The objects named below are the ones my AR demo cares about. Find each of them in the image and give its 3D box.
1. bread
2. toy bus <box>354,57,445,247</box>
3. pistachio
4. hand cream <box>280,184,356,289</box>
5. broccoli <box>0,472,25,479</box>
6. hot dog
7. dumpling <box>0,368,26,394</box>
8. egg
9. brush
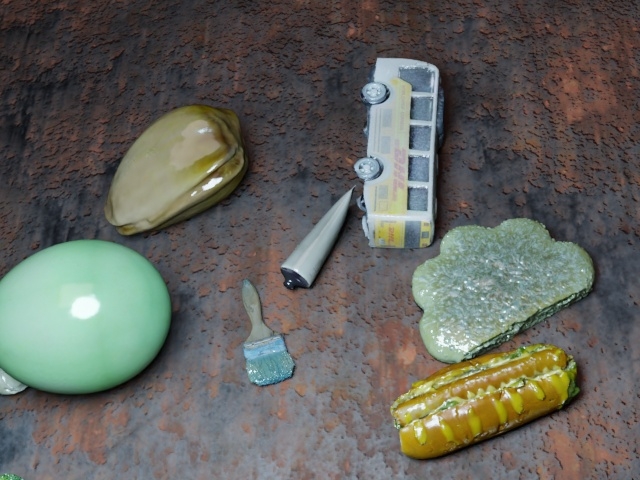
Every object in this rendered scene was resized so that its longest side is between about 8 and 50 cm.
[{"bbox_3d":[0.250,0.055,1.592,0.286,0.056,0.207,-30,56,-14],"label":"bread"},{"bbox_3d":[0.127,-0.148,1.736,0.138,0.097,0.342,2,54,9],"label":"toy bus"},{"bbox_3d":[-0.240,-0.118,1.751,0.260,0.163,0.213,-28,32,5],"label":"pistachio"},{"bbox_3d":[0.000,0.000,1.667,0.054,0.087,0.186,32,68,7],"label":"hand cream"},{"bbox_3d":[-0.446,0.394,1.406,0.195,0.156,0.195,-17,63,35],"label":"broccoli"},{"bbox_3d":[0.222,0.210,1.471,0.269,0.072,0.115,-23,45,-6],"label":"hot dog"},{"bbox_3d":[-0.469,0.202,1.618,0.077,0.043,0.059,-2,35,28],"label":"dumpling"},{"bbox_3d":[-0.348,0.111,1.551,0.269,0.220,0.220,-17,52,8],"label":"egg"},{"bbox_3d":[-0.092,0.131,1.615,0.070,0.021,0.196,-16,52,-4],"label":"brush"}]
